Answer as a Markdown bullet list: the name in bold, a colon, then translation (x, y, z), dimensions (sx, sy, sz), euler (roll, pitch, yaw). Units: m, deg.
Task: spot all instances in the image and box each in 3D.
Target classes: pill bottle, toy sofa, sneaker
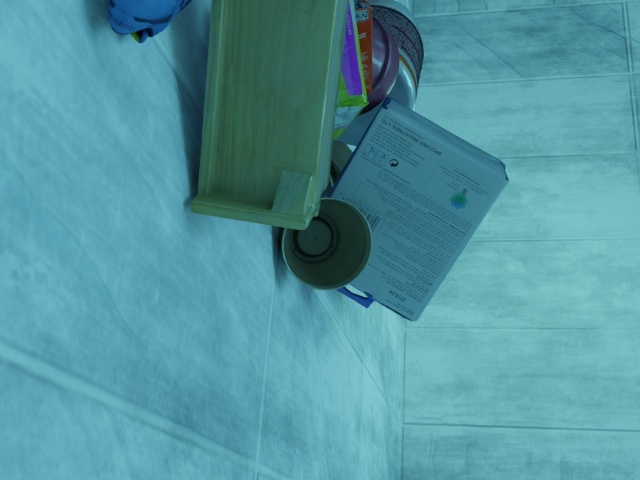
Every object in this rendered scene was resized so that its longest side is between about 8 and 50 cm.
- **pill bottle**: translation (0.114, -0.389, 1.770), dimensions (0.392, 0.224, 0.224), euler (-72, 158, -55)
- **toy sofa**: translation (-0.057, -0.208, 0.981), dimensions (0.177, 0.150, 0.363), euler (-67, 164, -70)
- **sneaker**: translation (-0.175, -0.252, 0.821), dimensions (0.082, 0.069, 0.209), euler (-58, -171, 17)

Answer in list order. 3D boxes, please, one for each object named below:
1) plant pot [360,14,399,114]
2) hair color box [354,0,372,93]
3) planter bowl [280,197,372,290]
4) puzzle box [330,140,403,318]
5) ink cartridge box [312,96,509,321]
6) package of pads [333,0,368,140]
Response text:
- **plant pot**: translation (0.022, -0.347, 1.466), dimensions (0.180, 0.201, 0.201), euler (19, 70, -61)
- **hair color box**: translation (0.053, -0.308, 1.258), dimensions (0.072, 0.043, 0.141), euler (-111, -166, -52)
- **planter bowl**: translation (0.000, 0.000, 1.420), dimensions (0.109, 0.162, 0.162), euler (-152, -122, -74)
- **puzzle box**: translation (0.123, -0.019, 1.859), dimensions (0.272, 0.052, 0.409), euler (54, -11, 36)
- **ink cartridge box**: translation (0.139, -0.034, 1.534), dimensions (0.395, 0.270, 0.151), euler (-60, 178, 19)
- **package of pads**: translation (-0.009, -0.273, 1.221), dimensions (0.296, 0.101, 0.229), euler (161, -79, -82)
